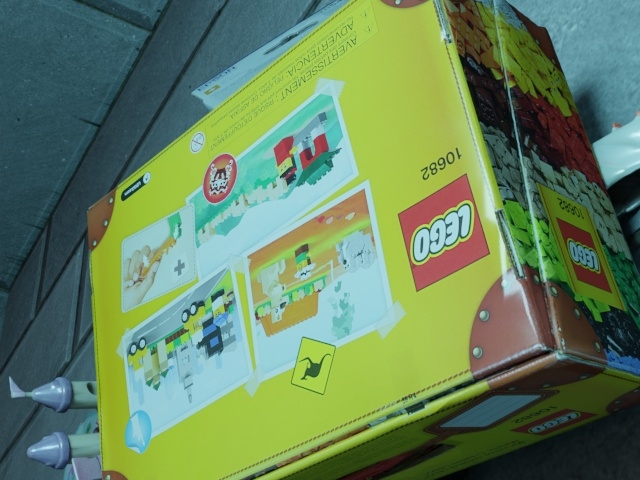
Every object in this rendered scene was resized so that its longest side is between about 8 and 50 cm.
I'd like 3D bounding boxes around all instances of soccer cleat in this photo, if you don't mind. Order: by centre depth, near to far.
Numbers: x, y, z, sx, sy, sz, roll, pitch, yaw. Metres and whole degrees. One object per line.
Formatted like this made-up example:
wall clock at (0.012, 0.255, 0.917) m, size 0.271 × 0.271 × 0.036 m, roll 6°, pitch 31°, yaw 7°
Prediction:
soccer cleat at (0.240, -0.048, 0.832) m, size 0.196 × 0.068 × 0.076 m, roll -31°, pitch 50°, yaw 49°

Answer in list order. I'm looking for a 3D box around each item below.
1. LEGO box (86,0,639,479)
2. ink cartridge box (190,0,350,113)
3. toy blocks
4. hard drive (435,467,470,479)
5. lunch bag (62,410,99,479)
LEGO box at (0.007, 0.041, 0.850) m, size 0.500 × 0.193 × 0.372 m, roll -31°, pitch 57°, yaw 34°
ink cartridge box at (0.015, -0.231, 1.190) m, size 0.324 × 0.071 × 0.330 m, roll -34°, pitch 24°, yaw -9°
toy blocks at (-0.310, 0.327, 1.341) m, size 0.309 × 0.260 × 0.288 m, roll -51°, pitch 51°, yaw 35°
hard drive at (0.050, 0.221, 0.967) m, size 0.339 × 0.064 × 0.237 m, roll -59°, pitch 29°, yaw 6°
lunch bag at (-0.388, 0.447, 1.653) m, size 0.224 × 0.108 × 0.279 m, roll -30°, pitch 48°, yaw 49°
